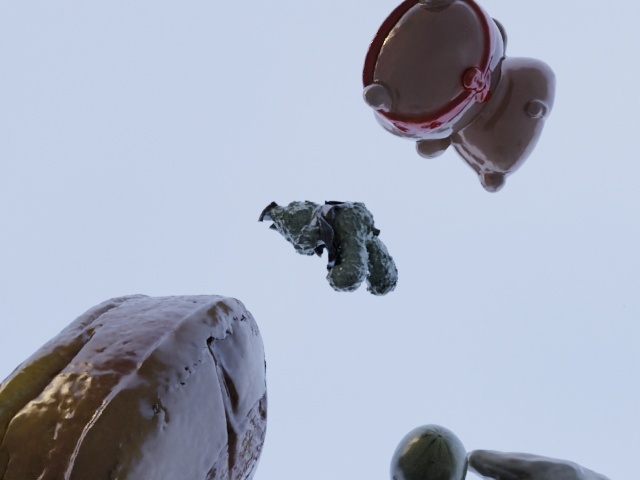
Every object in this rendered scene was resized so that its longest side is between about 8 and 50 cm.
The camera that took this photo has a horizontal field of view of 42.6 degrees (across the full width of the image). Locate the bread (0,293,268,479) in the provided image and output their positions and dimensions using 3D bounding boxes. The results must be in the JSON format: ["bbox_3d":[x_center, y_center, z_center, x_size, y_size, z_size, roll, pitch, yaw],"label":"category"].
[{"bbox_3d":[-0.127,0.146,0.596,0.142,0.269,0.195,9,-65,21],"label":"bread"}]

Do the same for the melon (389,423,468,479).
[{"bbox_3d":[0.138,0.288,1.042,0.098,0.098,0.131,35,-44,19],"label":"melon"}]

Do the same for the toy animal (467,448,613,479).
[{"bbox_3d":[0.353,0.449,1.179,0.266,0.308,0.188,-8,-140,5],"label":"toy animal"}]

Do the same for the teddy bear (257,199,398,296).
[{"bbox_3d":[0.014,-0.014,1.123,0.213,0.133,0.111,36,-75,32],"label":"teddy bear"}]

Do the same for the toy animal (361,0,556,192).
[{"bbox_3d":[0.137,-0.159,0.842,0.197,0.171,0.171,31,-81,-23],"label":"toy animal"}]
